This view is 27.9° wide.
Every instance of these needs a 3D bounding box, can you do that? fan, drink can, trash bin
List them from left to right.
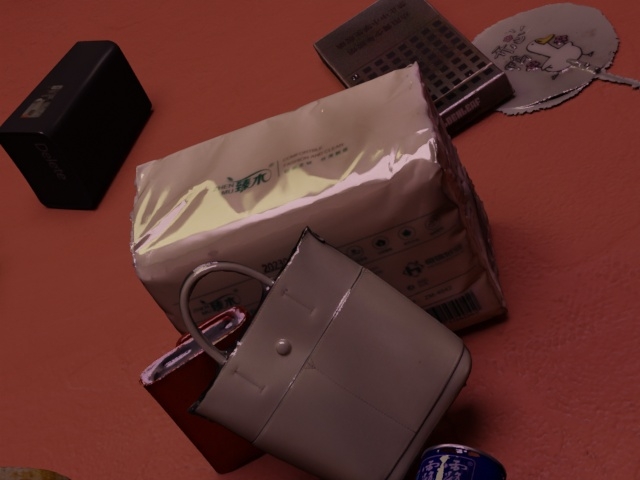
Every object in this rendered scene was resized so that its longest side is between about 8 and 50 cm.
[{"bbox_3d":[-0.376,-0.186,2.021,0.115,0.165,0.225,4,49,33],"label":"trash bin"},{"bbox_3d":[0.121,0.328,1.291,0.097,0.097,0.235,-3,47,27],"label":"drink can"},{"bbox_3d":[0.363,-0.240,1.775,0.415,0.012,0.233,24,65,43],"label":"fan"}]

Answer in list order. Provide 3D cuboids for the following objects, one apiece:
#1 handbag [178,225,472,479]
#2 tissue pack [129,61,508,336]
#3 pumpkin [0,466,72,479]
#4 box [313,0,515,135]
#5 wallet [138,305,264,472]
[{"bbox_3d":[-0.011,0.125,1.396,0.241,0.315,0.109,-58,1,5],"label":"handbag"},{"bbox_3d":[0.000,0.000,1.531,0.381,0.297,0.207,-18,43,10],"label":"tissue pack"},{"bbox_3d":[-0.351,0.387,1.343,0.332,0.332,0.199,-27,35,3],"label":"pumpkin"},{"bbox_3d":[0.128,-0.255,1.891,0.180,0.047,0.325,-33,42,-1],"label":"box"},{"bbox_3d":[-0.105,0.175,1.482,0.142,0.204,0.045,-33,44,-3],"label":"wallet"}]
